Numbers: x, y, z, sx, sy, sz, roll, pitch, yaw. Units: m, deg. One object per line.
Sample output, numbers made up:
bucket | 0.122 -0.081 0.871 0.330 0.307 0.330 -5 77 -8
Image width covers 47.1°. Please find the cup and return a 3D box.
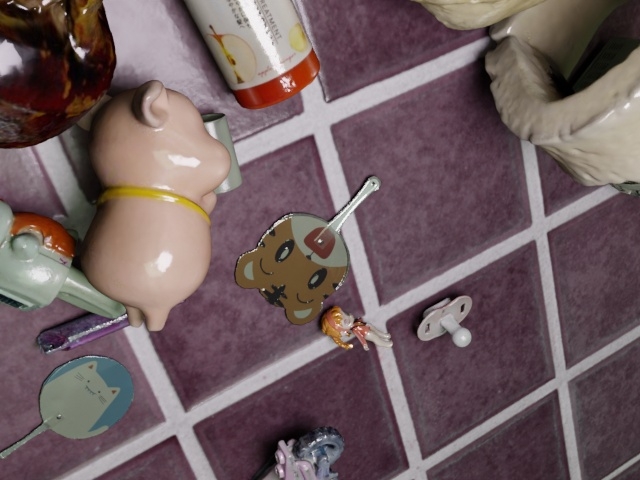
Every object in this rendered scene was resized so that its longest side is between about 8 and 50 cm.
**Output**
cup | -0.132 -0.100 0.847 0.054 0.074 0.083 -47 132 -56

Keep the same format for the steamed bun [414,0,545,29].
steamed bun | 0.169 -0.400 0.751 0.325 0.230 0.372 -45 104 -4

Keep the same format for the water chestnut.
water chestnut | -0.279 -0.196 0.628 0.223 0.238 0.224 28 53 -44

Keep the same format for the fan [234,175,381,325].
fan | 0.000 0.000 0.972 0.227 0.008 0.152 -49 122 -2

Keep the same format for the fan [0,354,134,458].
fan | -0.309 0.208 0.889 0.175 0.005 0.113 -35 122 -14

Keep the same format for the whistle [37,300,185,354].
whistle | -0.242 0.091 0.864 0.176 0.033 0.033 -21 117 -20

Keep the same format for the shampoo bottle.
shampoo bottle | -0.100 -0.279 0.756 0.104 0.104 0.278 -35 120 -12

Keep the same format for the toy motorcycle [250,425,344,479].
toy motorcycle | -0.062 0.368 1.020 0.203 0.108 0.239 -15 115 -22

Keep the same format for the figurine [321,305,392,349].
figurine | 0.050 0.127 1.020 0.109 0.064 0.047 22 119 -23

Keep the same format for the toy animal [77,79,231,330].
toy animal | -0.175 -0.033 0.758 0.149 0.165 0.248 -6 94 -54

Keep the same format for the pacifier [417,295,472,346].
pacifier | 0.193 0.128 1.083 0.099 0.078 0.082 -28 141 -17

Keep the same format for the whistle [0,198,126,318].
whistle | -0.312 0.018 0.760 0.253 0.101 0.106 34 88 -31

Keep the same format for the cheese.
cheese | 0.352 -0.243 0.898 0.153 0.332 0.292 30 120 -33

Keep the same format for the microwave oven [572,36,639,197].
microwave oven | 0.467 -0.175 1.081 0.205 0.129 0.163 40 86 -33
